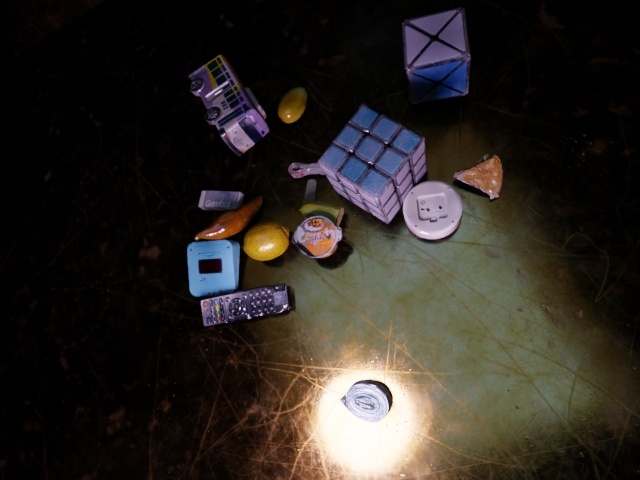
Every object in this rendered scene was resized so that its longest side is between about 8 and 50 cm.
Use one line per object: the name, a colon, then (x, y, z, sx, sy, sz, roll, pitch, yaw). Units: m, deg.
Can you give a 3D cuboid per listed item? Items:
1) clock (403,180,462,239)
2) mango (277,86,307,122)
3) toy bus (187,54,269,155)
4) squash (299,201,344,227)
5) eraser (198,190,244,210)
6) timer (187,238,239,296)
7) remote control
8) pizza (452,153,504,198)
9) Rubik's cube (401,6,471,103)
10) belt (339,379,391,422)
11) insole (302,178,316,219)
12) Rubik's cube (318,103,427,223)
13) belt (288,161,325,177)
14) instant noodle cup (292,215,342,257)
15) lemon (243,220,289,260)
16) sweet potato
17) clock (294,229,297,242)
clock: (0.448, -0.122, 1.627, 0.230, 0.083, 0.231, -4, 75, 17)
mango: (-0.130, -0.650, 1.942, 0.130, 0.092, 0.195, 30, 80, 23)
toy bus: (-0.435, -0.656, 1.973, 0.249, 0.209, 0.440, -32, 67, 4)
squash: (0.001, -0.124, 1.748, 0.187, 0.095, 0.095, 17, 80, 16)
eraser: (-0.474, -0.188, 1.936, 0.212, 0.046, 0.092, 4, 76, 17)
timer: (-0.482, 0.126, 1.851, 0.231, 0.091, 0.250, -4, 85, 15)
remote control: (-0.323, 0.273, 1.747, 0.398, 0.062, 0.145, -12, 78, 11)
pizza: (0.629, -0.256, 1.626, 0.195, 0.052, 0.185, 3, 83, 13)
Rubik's cube: (0.482, -0.767, 1.705, 0.259, 0.259, 0.255, -5, 72, 14)
belt: (0.178, 0.588, 1.503, 0.163, 0.082, 0.148, 39, 99, 19)
insole: (-0.048, -0.184, 1.828, 0.063, 0.010, 0.192, 2, 76, 18)
Rubik's cube: (0.220, -0.295, 1.625, 0.305, 0.304, 0.301, 35, 86, 24)
belt: (-0.033, -0.324, 1.841, 0.231, 0.053, 0.072, 2, 74, 18)
instant noodle cup: (0.000, 0.000, 1.699, 0.208, 0.125, 0.178, 9, 77, 19)
lemon: (-0.230, -0.001, 1.749, 0.207, 0.170, 0.170, -18, 70, 7)
sweet potato: (-0.401, -0.084, 1.839, 0.359, 0.112, 0.112, -29, 66, -21)
clock: (-0.081, -0.019, 1.791, 0.083, 0.010, 0.074, 33, 86, 23)
